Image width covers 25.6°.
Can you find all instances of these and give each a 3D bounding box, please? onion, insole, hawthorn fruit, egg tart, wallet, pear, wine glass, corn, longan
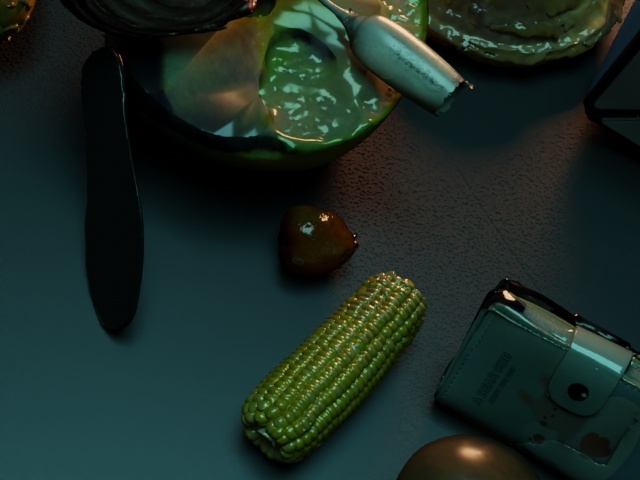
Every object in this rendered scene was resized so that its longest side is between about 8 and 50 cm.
[{"bbox_3d":[-0.190,-0.337,1.482,0.207,0.216,0.206,-12,51,2],"label":"onion"},{"bbox_3d":[-0.227,-0.058,1.520,0.012,0.110,0.309,2,77,-42],"label":"insole"},{"bbox_3d":[0.000,0.000,1.579,0.093,0.081,0.081,1,59,-11],"label":"hawthorn fruit"},{"bbox_3d":[0.248,-0.386,1.818,0.352,0.150,0.352,3,59,-5],"label":"egg tart"},{"bbox_3d":[0.258,0.164,1.473,0.250,0.176,0.075,30,37,8],"label":"wallet"},{"bbox_3d":[-0.070,-0.232,1.651,0.399,0.165,0.398,4,61,-7],"label":"pear"},{"bbox_3d":[0.050,-0.227,1.532,0.262,0.074,0.074,39,61,9],"label":"wine glass"},{"bbox_3d":[0.017,0.135,1.492,0.093,0.093,0.244,40,60,14],"label":"corn"},{"bbox_3d":[0.154,0.288,1.396,0.204,0.159,0.184,21,68,-43],"label":"longan"}]

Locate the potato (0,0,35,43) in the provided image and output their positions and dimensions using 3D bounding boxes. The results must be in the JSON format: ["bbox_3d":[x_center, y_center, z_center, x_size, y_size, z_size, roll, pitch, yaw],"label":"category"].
[{"bbox_3d":[-0.415,-0.356,1.678,0.173,0.140,0.300,5,57,-16],"label":"potato"}]

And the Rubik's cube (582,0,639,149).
[{"bbox_3d":[0.499,-0.232,1.690,0.250,0.248,0.246,33,59,-1],"label":"Rubik's cube"}]
